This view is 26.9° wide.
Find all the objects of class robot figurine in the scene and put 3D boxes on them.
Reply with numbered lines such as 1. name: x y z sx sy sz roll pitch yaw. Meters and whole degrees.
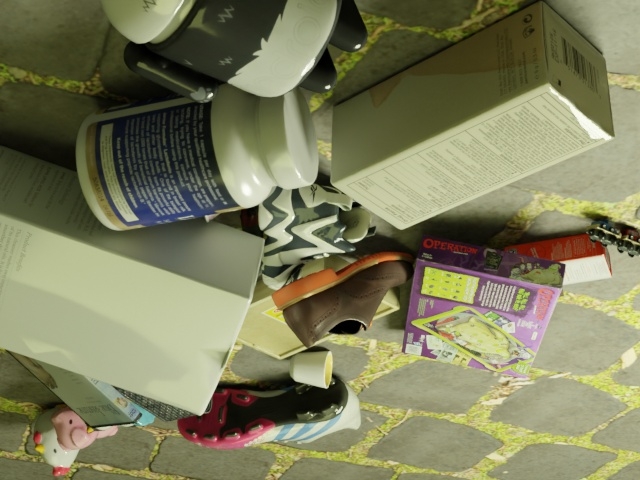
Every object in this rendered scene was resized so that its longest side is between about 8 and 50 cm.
1. robot figurine: -0.090 -0.250 1.350 0.278 0.209 0.174 20 174 -30

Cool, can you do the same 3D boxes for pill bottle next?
1. pill bottle: -0.145 -0.105 1.606 0.265 0.153 0.153 -10 148 18

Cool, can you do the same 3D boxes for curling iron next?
1. curling iron: -0.109 -0.032 1.841 0.068 0.035 0.274 -8 147 5

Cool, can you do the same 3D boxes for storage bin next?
1. storage bin: -0.256 0.205 2.163 0.084 0.122 0.180 -15 146 24

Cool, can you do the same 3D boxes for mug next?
1. mug: -0.016 0.218 2.241 0.064 0.062 0.078 3 144 12

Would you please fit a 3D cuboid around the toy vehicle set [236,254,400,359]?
1. toy vehicle set: -0.030 0.105 2.071 0.267 0.035 0.166 -26 140 37

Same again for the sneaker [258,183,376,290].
1. sneaker: 0.000 0.000 1.835 0.153 0.094 0.235 7 140 7

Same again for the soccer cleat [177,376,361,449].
1. soccer cleat: -0.085 0.321 2.359 0.331 0.116 0.143 -10 147 18

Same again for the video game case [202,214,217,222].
1. video game case: -0.101 -0.066 1.708 0.122 0.011 0.087 -38 178 -6

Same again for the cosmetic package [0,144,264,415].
1. cosmetic package: -0.288 0.053 1.746 0.385 0.156 0.217 20 122 -9

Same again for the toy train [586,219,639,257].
1. toy train: 0.436 0.002 1.882 0.158 0.036 0.027 18 164 -29

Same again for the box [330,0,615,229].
1. box: 0.171 -0.138 1.571 0.311 0.121 0.148 -23 142 34

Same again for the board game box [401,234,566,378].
1. board game box: 0.235 0.106 1.997 0.208 0.056 0.347 16 154 7

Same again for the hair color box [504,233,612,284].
1. hair color box: 0.343 0.031 1.927 0.141 0.043 0.072 -10 147 17

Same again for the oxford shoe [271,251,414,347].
1. oxford shoe: 0.045 0.084 1.880 0.271 0.098 0.097 -17 170 -44

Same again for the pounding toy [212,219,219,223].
1. pounding toy: -0.207 0.027 1.882 0.130 0.100 0.141 -19 143 30

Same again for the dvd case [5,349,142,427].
1. dvd case: -0.412 0.208 2.126 0.253 0.022 0.180 46 150 -17

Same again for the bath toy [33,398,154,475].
1. bath toy: -0.403 0.320 2.357 0.151 0.129 0.348 23 144 -33

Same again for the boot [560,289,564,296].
1. boot: 0.335 0.096 2.050 0.114 0.037 0.106 -29 140 33
